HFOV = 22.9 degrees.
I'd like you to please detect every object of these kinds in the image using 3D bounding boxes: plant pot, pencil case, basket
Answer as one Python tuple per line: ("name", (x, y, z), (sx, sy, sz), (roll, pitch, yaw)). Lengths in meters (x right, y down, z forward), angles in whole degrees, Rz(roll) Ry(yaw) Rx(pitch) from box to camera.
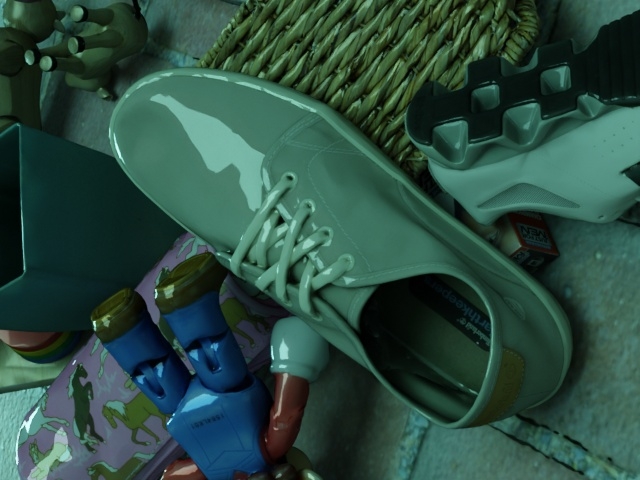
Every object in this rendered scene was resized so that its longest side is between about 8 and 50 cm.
("plant pot", (-0.259, 0.006, 1.661), (0.165, 0.234, 0.166), (-26, 61, 41))
("pencil case", (-0.148, 0.128, 1.565), (0.167, 0.160, 0.386), (40, 119, -2))
("basket", (0.053, -0.165, 1.416), (0.223, 0.213, 0.299), (42, 117, 6))

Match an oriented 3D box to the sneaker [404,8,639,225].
("sneaker", (0.245, -0.088, 1.220), (0.330, 0.146, 0.122), (-10, 45, 25))

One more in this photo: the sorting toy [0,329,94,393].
("sorting toy", (-0.376, 0.039, 1.793), (0.255, 0.089, 0.257), (-10, 68, 7))

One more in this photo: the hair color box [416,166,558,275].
("hair color box", (0.131, -0.032, 1.366), (0.093, 0.053, 0.167), (-43, 52, 33))

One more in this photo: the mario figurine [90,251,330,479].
("mario figurine", (-0.078, 0.170, 1.430), (0.198, 0.170, 0.321), (-12, 109, 50))

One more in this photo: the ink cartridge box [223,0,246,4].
("ink cartridge box", (-0.074, -0.402, 1.687), (0.261, 0.066, 0.296), (20, 95, 49))

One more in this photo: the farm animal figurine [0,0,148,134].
("farm animal figurine", (-0.355, -0.223, 1.877), (0.330, 0.172, 0.327), (33, 114, 27))

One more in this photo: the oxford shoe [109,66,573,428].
("oxford shoe", (0.000, 0.000, 1.294), (0.449, 0.130, 0.169), (35, 122, 15))
